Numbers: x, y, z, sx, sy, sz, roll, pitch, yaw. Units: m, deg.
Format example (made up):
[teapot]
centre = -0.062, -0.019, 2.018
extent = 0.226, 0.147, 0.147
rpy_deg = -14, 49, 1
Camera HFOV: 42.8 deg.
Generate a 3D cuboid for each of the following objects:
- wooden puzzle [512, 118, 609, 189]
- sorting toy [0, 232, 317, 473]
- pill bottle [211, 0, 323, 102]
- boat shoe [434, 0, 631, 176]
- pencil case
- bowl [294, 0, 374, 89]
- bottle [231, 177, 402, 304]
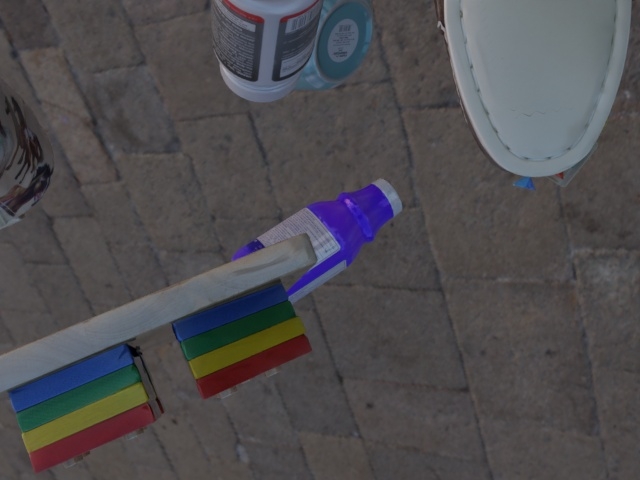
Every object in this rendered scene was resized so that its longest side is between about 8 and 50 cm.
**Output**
[wooden puzzle]
centre = 0.283, -0.103, 0.961
extent = 0.078, 0.014, 0.116
rpy_deg = 18, 115, -22
[sorting toy]
centre = -0.126, 0.101, 0.685
extent = 0.257, 0.255, 0.089
rpy_deg = 131, 116, -77
[pill bottle]
centre = -0.082, -0.331, 1.214
extent = 0.161, 0.161, 0.283
rpy_deg = 36, 161, 4
[boat shoe]
centre = 0.120, -0.196, 0.535
extent = 0.097, 0.116, 0.325
rpy_deg = 140, 125, -81
[pencil case]
centre = -0.380, -0.104, 0.805
extent = 0.410, 0.159, 0.184
rpy_deg = 147, 113, -82
[bowl]
centre = -0.007, -0.436, 1.683
extent = 0.163, 0.311, 0.312
rpy_deg = 31, 138, 35
[bottle]
centre = 0.000, 0.000, 1.301
extent = 0.118, 0.282, 0.092
rpy_deg = 49, 164, 26
